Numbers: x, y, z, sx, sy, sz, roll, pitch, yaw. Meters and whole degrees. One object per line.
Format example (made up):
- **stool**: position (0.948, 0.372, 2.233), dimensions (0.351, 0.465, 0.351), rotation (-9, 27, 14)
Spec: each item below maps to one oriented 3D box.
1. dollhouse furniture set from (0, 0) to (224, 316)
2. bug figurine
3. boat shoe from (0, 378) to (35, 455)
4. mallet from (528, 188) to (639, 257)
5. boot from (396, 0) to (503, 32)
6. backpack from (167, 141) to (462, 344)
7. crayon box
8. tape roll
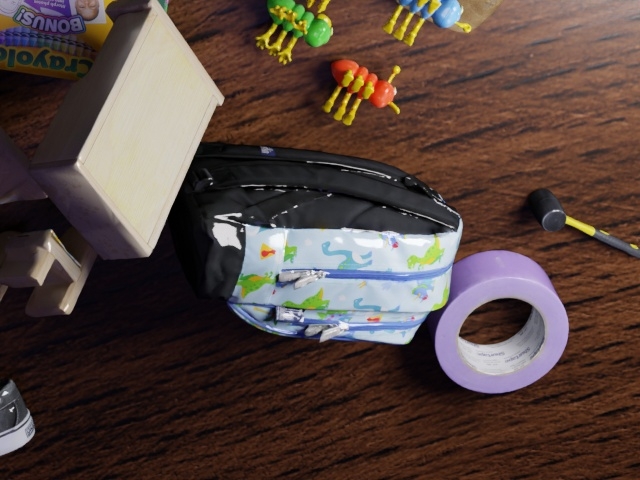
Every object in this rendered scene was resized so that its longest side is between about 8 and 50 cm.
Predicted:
- **dollhouse furniture set**: position (-0.354, -0.117, 1.710), dimensions (0.394, 0.256, 0.362), rotation (-4, 138, 31)
- **bug figurine**: position (0.047, -0.262, 1.752), dimensions (0.216, 0.072, 0.279), rotation (32, 147, -7)
- **boat shoe**: position (-0.554, 0.274, 1.991), dimensions (0.306, 0.113, 0.105), rotation (-18, 112, 0)
- **mallet**: position (0.364, -0.020, 1.993), dimensions (0.190, 0.062, 0.039), rotation (19, 116, -33)
- **boot**: position (0.090, -0.343, 1.746), dimensions (0.305, 0.112, 0.115), rotation (23, 124, -20)
- **backpack**: position (0.000, 0.000, 1.829), dimensions (0.356, 0.290, 0.273), rotation (-9, 113, -13)
- **crayon box**: position (-0.325, -0.286, 1.731), dimensions (0.278, 0.081, 0.165), rotation (7, 118, -11)
- **tape roll**: position (0.245, 0.114, 2.021), dimensions (0.189, 0.080, 0.189), rotation (-3, 118, -6)
